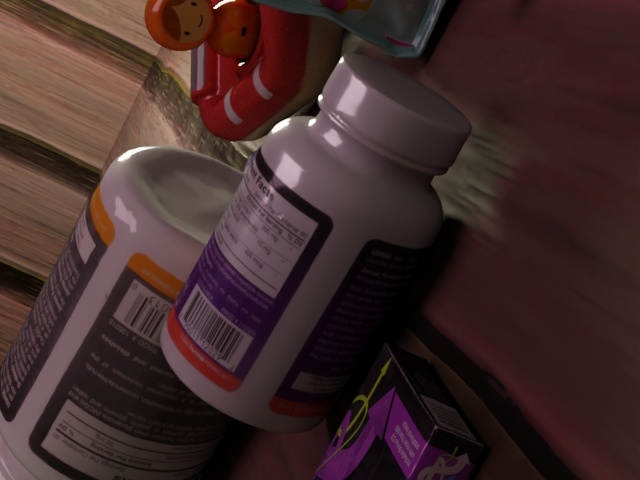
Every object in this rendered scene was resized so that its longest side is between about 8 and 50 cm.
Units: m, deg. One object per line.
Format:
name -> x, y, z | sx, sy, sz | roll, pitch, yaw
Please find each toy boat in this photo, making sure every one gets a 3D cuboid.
toy boat -> -0.078, -0.185, 1.224 | 0.231, 0.151, 0.151 | -32, 55, 57

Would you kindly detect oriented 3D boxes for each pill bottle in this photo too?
pill bottle -> -0.130, 0.086, 0.989 | 0.278, 0.162, 0.162 | -58, 15, 24
pill bottle -> 0.000, 0.000, 0.778 | 0.193, 0.108, 0.108 | -59, 15, 19

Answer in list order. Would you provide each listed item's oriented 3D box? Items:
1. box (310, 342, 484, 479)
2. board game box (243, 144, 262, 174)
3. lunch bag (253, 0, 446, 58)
box -> 0.014, 0.138, 0.656 | 0.162, 0.029, 0.116 | -64, 14, 8
board game box -> -0.056, -0.044, 1.238 | 0.090, 0.020, 0.090 | -32, 36, 66
lunch bag -> 0.051, -0.286, 0.990 | 0.223, 0.160, 0.262 | -102, 34, -69
